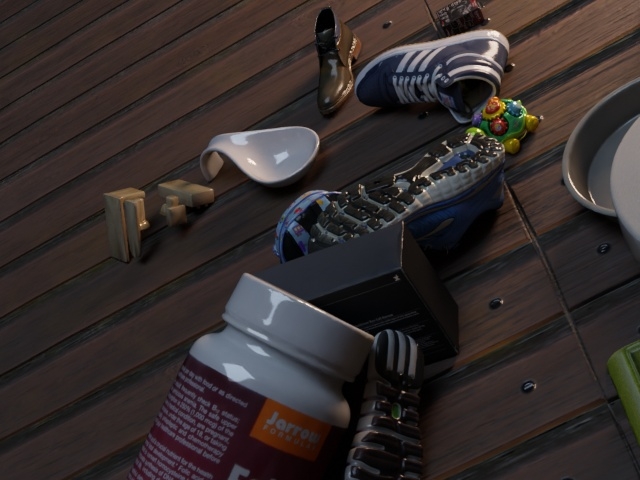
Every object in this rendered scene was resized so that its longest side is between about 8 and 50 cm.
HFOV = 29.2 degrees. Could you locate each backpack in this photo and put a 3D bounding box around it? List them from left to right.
[{"bbox_3d":[0.000,0.000,1.875,0.158,0.173,0.117,-43,36,-7],"label":"backpack"}]

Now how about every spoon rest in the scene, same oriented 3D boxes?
[{"bbox_3d":[-0.118,-0.151,2.217,0.276,0.084,0.137,0,50,41],"label":"spoon rest"}]

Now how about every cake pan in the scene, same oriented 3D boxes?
[{"bbox_3d":[0.484,-0.128,1.715,0.293,0.054,0.293,-22,38,19],"label":"cake pan"}]

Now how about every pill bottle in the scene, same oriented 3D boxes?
[{"bbox_3d":[-0.099,0.256,1.542,0.224,0.224,0.392,24,87,50],"label":"pill bottle"}]

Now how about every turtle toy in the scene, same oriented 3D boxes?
[{"bbox_3d":[0.274,-0.177,1.933,0.130,0.066,0.095,-49,37,-16],"label":"turtle toy"}]

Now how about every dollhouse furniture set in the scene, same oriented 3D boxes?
[{"bbox_3d":[-0.295,-0.032,2.280,0.151,0.123,0.144,-17,22,-37],"label":"dollhouse furniture set"}]

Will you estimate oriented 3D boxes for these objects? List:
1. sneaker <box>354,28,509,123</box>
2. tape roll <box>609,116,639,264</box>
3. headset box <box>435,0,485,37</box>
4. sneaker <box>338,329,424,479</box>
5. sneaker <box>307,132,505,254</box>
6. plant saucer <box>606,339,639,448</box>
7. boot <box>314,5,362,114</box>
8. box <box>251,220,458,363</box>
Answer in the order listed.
[{"bbox_3d":[0.179,-0.258,2.074,0.282,0.099,0.153,-15,40,23],"label":"sneaker"},{"bbox_3d":[0.550,-0.081,1.501,0.392,0.072,0.392,-16,41,15],"label":"tape roll"},{"bbox_3d":[0.257,-0.410,2.233,0.083,0.032,0.062,-27,38,12],"label":"headset box"},{"bbox_3d":[0.055,0.267,1.625,0.162,0.106,0.281,-31,40,53],"label":"sneaker"},{"bbox_3d":[0.138,-0.023,1.796,0.330,0.147,0.130,-26,33,-11],"label":"sneaker"},{"bbox_3d":[0.440,0.158,1.445,0.188,0.045,0.188,-27,37,13],"label":"plant saucer"},{"bbox_3d":[0.012,-0.337,2.292,0.082,0.106,0.219,-15,41,28],"label":"boot"},{"bbox_3d":[0.038,0.104,1.721,0.261,0.184,0.103,-19,40,22],"label":"box"}]
